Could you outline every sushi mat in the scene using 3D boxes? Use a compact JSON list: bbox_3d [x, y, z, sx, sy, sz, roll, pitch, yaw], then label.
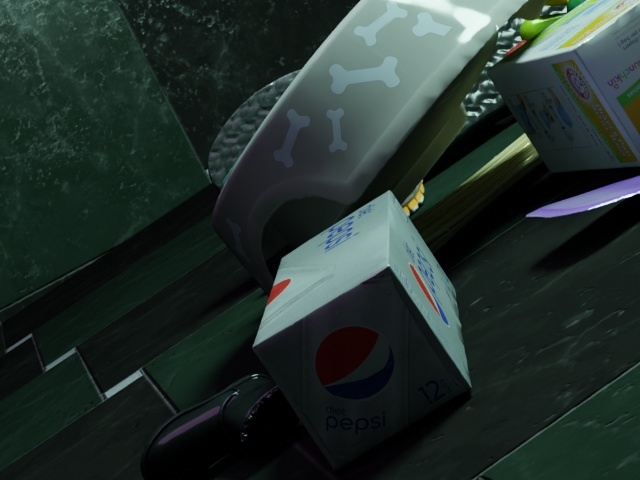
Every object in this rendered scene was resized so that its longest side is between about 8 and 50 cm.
[{"bbox_3d":[0.152,-0.056,1.633,0.316,0.019,0.151,-37,8,-31],"label":"sushi mat"}]

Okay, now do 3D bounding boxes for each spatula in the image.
[{"bbox_3d":[0.274,-0.085,1.282,0.296,0.030,0.084,-34,9,-10],"label":"spatula"}]

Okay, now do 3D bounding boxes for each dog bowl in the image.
[{"bbox_3d":[0.043,-0.099,1.578,0.349,0.102,0.349,-51,-5,-7],"label":"dog bowl"}]

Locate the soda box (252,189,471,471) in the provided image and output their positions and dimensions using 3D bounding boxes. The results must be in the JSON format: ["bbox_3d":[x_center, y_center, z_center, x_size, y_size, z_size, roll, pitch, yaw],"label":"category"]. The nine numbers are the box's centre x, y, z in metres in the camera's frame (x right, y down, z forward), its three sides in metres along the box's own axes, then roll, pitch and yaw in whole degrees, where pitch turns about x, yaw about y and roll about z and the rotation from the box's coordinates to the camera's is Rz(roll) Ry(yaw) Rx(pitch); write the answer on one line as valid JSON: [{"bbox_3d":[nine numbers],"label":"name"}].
[{"bbox_3d":[0.028,0.049,1.212,0.098,0.091,0.286,-32,8,8],"label":"soda box"}]

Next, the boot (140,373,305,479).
[{"bbox_3d":[-0.057,0.127,1.261,0.121,0.045,0.099,-35,11,-19],"label":"boot"}]

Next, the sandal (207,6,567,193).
[{"bbox_3d":[0.098,-0.133,1.974,0.445,0.167,0.107,-26,-18,-5],"label":"sandal"}]

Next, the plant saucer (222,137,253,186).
[{"bbox_3d":[-0.031,-0.090,1.657,0.067,0.018,0.192,-54,-8,28],"label":"plant saucer"}]

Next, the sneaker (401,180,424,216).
[{"bbox_3d":[0.020,-0.030,1.777,0.084,0.083,0.215,-27,8,45],"label":"sneaker"}]

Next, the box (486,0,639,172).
[{"bbox_3d":[0.227,-0.126,1.455,0.114,0.103,0.203,-35,8,-10],"label":"box"}]

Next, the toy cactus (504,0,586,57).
[{"bbox_3d":[0.278,-0.224,1.732,0.219,0.112,0.180,-13,36,49],"label":"toy cactus"}]
